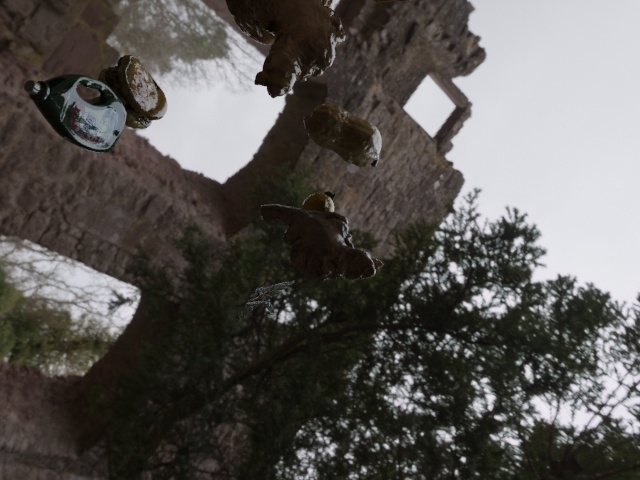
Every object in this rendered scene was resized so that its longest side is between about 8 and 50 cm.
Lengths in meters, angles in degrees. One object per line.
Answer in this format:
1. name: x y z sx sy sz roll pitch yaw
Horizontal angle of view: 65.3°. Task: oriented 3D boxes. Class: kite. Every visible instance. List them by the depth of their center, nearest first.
1. kite: -0.174 0.197 1.623 0.229 0.250 0.012 -32 -115 -8

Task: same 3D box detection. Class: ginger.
1. ginger: -0.030 -0.305 0.742 0.074 0.137 0.213 102 -15 -66
2. ginger: 0.001 0.001 1.018 0.333 0.166 0.080 -135 -139 -56

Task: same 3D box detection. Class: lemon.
1. lemon: -0.006 -0.081 1.276 0.082 0.082 0.110 -66 -168 -11

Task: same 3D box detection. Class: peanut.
1. peanut: 0.090 -0.336 1.588 0.159 0.291 0.143 -17 -126 51

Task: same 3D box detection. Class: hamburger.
1. hamburger: -0.486 -0.373 1.276 0.113 0.177 0.185 -13 -169 19

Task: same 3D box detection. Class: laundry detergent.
1. laundry detergent: -0.475 -0.261 0.973 0.063 0.211 0.137 24 -94 21

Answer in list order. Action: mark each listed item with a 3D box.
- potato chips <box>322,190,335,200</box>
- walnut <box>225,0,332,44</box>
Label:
1. potato chips: 0.010 -0.070 1.741 0.092 0.028 0.208 17 -75 43
2. walnut: -0.084 -0.512 0.951 0.224 0.257 0.257 5 -116 14
